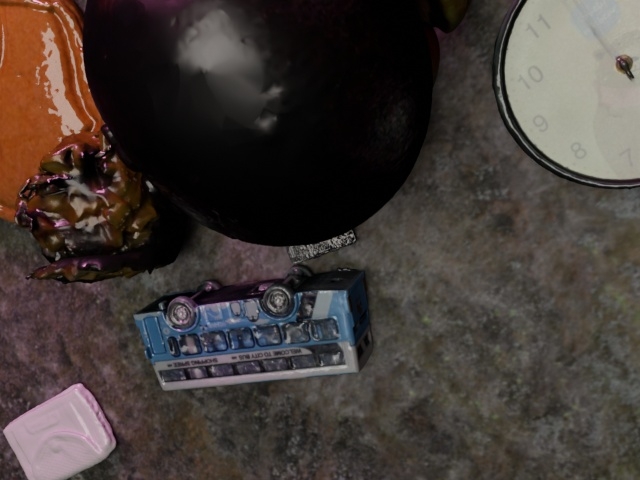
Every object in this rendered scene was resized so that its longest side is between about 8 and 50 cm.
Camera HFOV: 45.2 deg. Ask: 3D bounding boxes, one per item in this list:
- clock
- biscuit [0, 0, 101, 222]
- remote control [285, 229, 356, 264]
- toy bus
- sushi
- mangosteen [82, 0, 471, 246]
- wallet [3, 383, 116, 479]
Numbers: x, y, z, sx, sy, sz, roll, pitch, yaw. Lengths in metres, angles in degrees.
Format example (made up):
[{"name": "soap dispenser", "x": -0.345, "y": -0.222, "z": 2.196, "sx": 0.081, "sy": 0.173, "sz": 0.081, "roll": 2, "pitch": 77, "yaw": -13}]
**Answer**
[{"name": "clock", "x": 0.324, "y": -0.191, "z": 0.831, "sx": 0.280, "sy": 0.055, "sz": 0.281, "roll": 4, "pitch": 102, "yaw": 18}, {"name": "biscuit", "x": -0.492, "y": -0.209, "z": 1.108, "sx": 0.455, "sy": 0.078, "sz": 0.350, "roll": 17, "pitch": 109, "yaw": 15}, {"name": "remote control", "x": 0.000, "y": 0.000, "z": 1.002, "sx": 0.096, "sy": 0.014, "sz": 0.039, "roll": -20, "pitch": 93, "yaw": 20}, {"name": "toy bus", "x": -0.085, "y": 0.114, "z": 1.006, "sx": 0.297, "sy": 0.106, "sz": 0.131, "roll": -10, "pitch": 101, "yaw": 19}, {"name": "sushi", "x": -0.280, "y": -0.048, "z": 0.993, "sx": 0.213, "sy": 0.200, "sz": 0.204, "roll": -11, "pitch": 89, "yaw": 15}, {"name": "mangosteen", "x": -0.023, "y": -0.203, "z": 0.796, "sx": 0.435, "sy": 0.382, "sz": 0.382, "roll": -38, "pitch": 86, "yaw": 5}, {"name": "wallet", "x": -0.406, "y": 0.307, "z": 1.193, "sx": 0.182, "sy": 0.032, "sz": 0.124, "roll": -29, "pitch": 87, "yaw": 23}]
